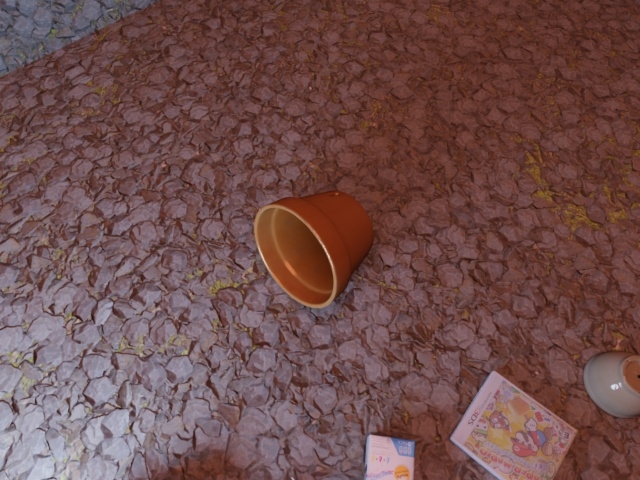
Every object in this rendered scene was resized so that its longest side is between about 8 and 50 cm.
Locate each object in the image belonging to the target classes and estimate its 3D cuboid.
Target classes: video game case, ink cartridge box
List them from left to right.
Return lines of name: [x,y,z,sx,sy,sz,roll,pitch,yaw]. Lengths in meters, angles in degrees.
ink cartridge box: [0.150,0.534,1.025,0.105,0.061,0.181,7,63,2]
video game case: [0.455,0.459,1.093,0.227,0.026,0.206,36,67,16]

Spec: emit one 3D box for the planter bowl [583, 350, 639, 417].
planter bowl: [0.744,0.338,1.118,0.162,0.109,0.161,0,63,-1]

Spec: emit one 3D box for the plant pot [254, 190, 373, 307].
plant pot: [0.000,0.000,1.193,0.204,0.290,0.291,-32,67,-34]

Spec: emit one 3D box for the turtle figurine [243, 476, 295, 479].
turtle figurine: [-0.073,0.597,0.955,0.176,0.118,0.234,-17,51,-13]
